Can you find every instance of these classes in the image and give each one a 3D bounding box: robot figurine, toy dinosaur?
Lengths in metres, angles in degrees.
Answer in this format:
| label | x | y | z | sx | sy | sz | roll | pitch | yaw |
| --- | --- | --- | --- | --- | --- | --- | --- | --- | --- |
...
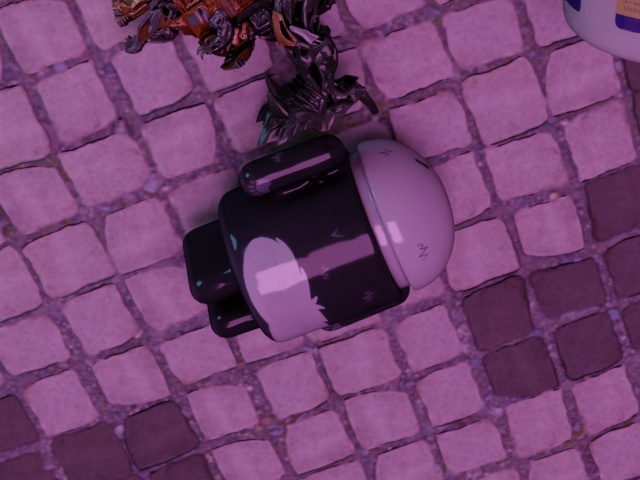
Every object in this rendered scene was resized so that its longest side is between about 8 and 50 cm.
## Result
| label | x | y | z | sx | sy | sz | roll | pitch | yaw |
| --- | --- | --- | --- | --- | --- | --- | --- | --- | --- |
| robot figurine | 0.000 | 0.000 | 1.693 | 0.278 | 0.209 | 0.173 | -21 | 82 | 6 |
| toy dinosaur | -0.032 | -0.217 | 1.588 | 0.322 | 0.164 | 0.218 | -7 | 104 | 22 |

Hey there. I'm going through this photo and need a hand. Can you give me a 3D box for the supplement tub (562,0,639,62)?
| label | x | y | z | sx | sy | sz | roll | pitch | yaw |
| --- | --- | --- | --- | --- | --- | --- | --- | --- | --- |
| supplement tub | 0.349 | -0.348 | 1.495 | 0.241 | 0.241 | 0.331 | -3 | 119 | -4 |
